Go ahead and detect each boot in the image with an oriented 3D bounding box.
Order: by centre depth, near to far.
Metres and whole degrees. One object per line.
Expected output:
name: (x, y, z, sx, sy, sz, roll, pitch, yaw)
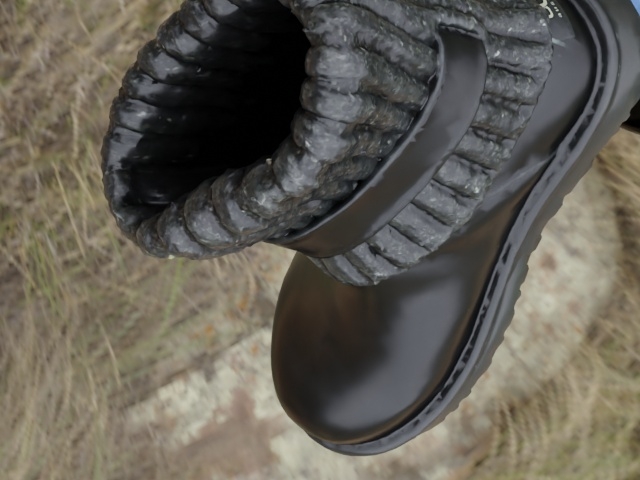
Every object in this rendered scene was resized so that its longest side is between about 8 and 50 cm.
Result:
boot: (-0.002, -0.003, 0.836, 0.260, 0.131, 0.348, -14, 138, -46)

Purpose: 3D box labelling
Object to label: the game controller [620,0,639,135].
game controller: (0.165, -0.169, 1.006, 0.067, 0.319, 0.166, 20, 98, -37)
